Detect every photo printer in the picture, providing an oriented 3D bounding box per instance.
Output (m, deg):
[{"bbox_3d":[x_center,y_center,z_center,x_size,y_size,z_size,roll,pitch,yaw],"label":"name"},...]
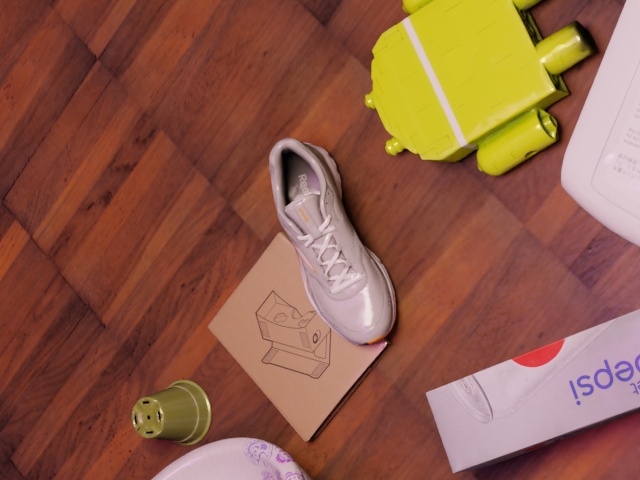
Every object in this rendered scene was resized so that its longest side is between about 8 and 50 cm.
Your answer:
[{"bbox_3d":[0.395,-0.129,1.607,0.256,0.107,0.307,27,104,29],"label":"photo printer"}]

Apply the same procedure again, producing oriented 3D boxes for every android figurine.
[{"bbox_3d":[0.167,-0.193,1.783,0.273,0.056,0.248,-33,73,27],"label":"android figurine"}]

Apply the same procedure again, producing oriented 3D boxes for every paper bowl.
[{"bbox_3d":[-0.104,0.382,1.851,0.284,0.148,0.284,-25,38,21],"label":"paper bowl"}]

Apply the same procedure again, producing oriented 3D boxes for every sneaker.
[{"bbox_3d":[0.000,0.000,1.836,0.099,0.121,0.262,-28,75,8],"label":"sneaker"}]

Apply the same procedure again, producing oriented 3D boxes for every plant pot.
[{"bbox_3d":[-0.192,0.218,1.991,0.083,0.079,0.083,0,90,33],"label":"plant pot"}]

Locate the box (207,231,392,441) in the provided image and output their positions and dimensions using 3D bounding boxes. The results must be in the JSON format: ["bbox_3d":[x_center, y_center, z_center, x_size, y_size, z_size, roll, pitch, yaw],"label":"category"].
[{"bbox_3d":[-0.028,0.114,1.923,0.201,0.021,0.164,47,112,24],"label":"box"}]

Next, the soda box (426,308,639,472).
[{"bbox_3d":[0.261,0.157,1.698,0.286,0.091,0.098,-24,76,30],"label":"soda box"}]
